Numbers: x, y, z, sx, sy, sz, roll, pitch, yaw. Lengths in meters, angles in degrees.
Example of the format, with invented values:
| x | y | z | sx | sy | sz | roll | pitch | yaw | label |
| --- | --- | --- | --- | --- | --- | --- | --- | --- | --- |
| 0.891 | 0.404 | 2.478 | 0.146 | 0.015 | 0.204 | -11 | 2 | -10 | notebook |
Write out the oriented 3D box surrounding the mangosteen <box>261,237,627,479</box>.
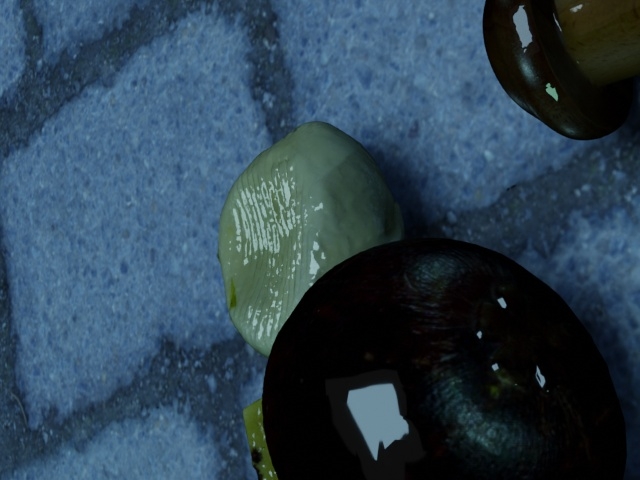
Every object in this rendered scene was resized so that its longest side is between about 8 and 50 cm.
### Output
| x | y | z | sx | sy | sz | roll | pitch | yaw | label |
| --- | --- | --- | --- | --- | --- | --- | --- | --- | --- |
| 0.098 | 0.160 | 1.000 | 0.330 | 0.330 | 0.330 | -8 | 79 | 44 | mangosteen |

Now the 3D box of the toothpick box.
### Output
| x | y | z | sx | sy | sz | roll | pitch | yaw | label |
| --- | --- | --- | --- | --- | --- | --- | --- | --- | --- |
| 0.279 | -0.201 | 0.955 | 0.294 | 0.192 | 0.192 | -18 | 72 | 36 | toothpick box |

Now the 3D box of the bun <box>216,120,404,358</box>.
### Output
| x | y | z | sx | sy | sz | roll | pitch | yaw | label |
| --- | --- | --- | --- | --- | --- | --- | --- | --- | --- |
| 0.000 | 0.000 | 1.217 | 0.259 | 0.160 | 0.259 | -12 | 76 | 58 | bun |

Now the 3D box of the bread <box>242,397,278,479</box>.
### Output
| x | y | z | sx | sy | sz | roll | pitch | yaw | label |
| --- | --- | --- | --- | --- | --- | --- | --- | --- | --- |
| 0.016 | 0.321 | 1.209 | 0.138 | 0.077 | 0.361 | -32 | 63 | 38 | bread |
